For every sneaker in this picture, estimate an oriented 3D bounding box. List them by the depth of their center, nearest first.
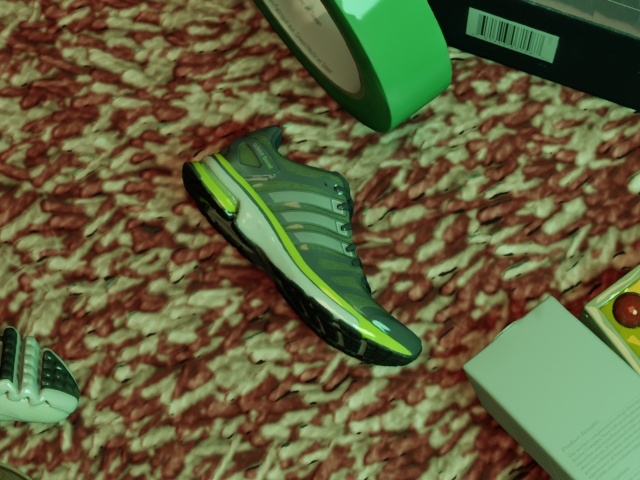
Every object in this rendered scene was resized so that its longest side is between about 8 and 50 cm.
[{"bbox_3d":[-0.383,0.139,1.660,0.292,0.110,0.118,12,115,-7],"label":"sneaker"},{"bbox_3d":[0.000,0.000,1.672,0.121,0.111,0.300,-41,79,-12],"label":"sneaker"}]

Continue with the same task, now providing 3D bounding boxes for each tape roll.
[{"bbox_3d":[-0.001,-0.252,1.626,0.077,0.321,0.321,-37,76,-8],"label":"tape roll"}]

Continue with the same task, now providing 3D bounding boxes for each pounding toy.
[{"bbox_3d":[0.335,0.062,1.641,0.141,0.100,0.130,-36,77,-7],"label":"pounding toy"}]

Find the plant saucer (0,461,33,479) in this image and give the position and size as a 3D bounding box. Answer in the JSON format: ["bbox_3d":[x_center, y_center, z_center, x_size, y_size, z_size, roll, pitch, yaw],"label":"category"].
[{"bbox_3d":[-0.339,0.310,1.636,0.199,0.036,0.198,-1,74,3],"label":"plant saucer"}]

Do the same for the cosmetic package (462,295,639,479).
[{"bbox_3d":[0.250,0.168,1.578,0.117,0.085,0.231,-37,47,-7],"label":"cosmetic package"}]

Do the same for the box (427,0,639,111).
[{"bbox_3d":[0.238,-0.345,1.716,0.343,0.179,0.312,19,75,7],"label":"box"}]
